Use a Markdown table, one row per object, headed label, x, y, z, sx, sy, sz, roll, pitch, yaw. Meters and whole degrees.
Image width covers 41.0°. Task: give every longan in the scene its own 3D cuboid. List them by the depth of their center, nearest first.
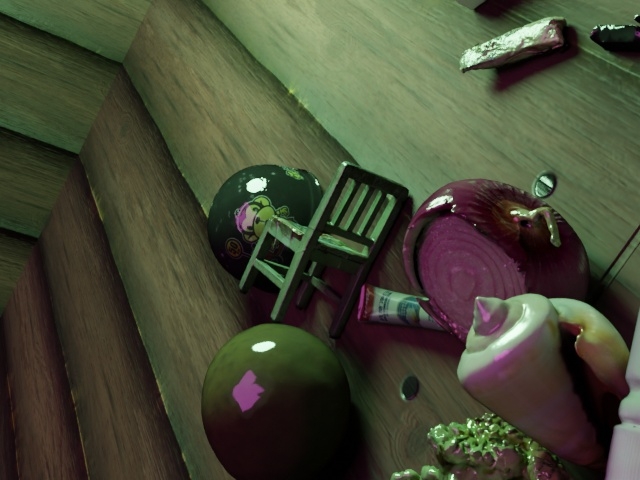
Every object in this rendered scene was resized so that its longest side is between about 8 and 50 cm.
| label | x | y | z | sx | sy | sz | roll | pitch | yaw |
| --- | --- | --- | --- | --- | --- | --- | --- | --- | --- |
| longan | -0.069 | 0.247 | 1.256 | 0.248 | 0.248 | 0.248 | -31 | 49 | 45 |

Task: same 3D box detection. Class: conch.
| label | x | y | z | sx | sy | sz | roll | pitch | yaw |
| --- | --- | --- | --- | --- | --- | --- | --- | --- | --- |
| conch | 0.238 | 0.132 | 0.850 | 0.158 | 0.255 | 0.127 | -31 | 31 | 26 |

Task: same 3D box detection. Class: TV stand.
| label | x | y | z | sx | sy | sz | roll | pitch | yaw |
| --- | --- | --- | --- | --- | --- | --- | --- | --- | --- |
| TV stand | 0.410 | -0.227 | 0.963 | 0.249 | 0.036 | 0.042 | 25 | 96 | 58 |

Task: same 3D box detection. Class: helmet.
| label | x | y | z | sx | sy | sz | roll | pitch | yaw |
| --- | --- | --- | --- | --- | --- | --- | --- | --- | --- |
| helmet | -0.119 | -0.039 | 1.531 | 0.279 | 0.160 | 0.230 | 36 | 105 | 55 |

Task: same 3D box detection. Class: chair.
| label | x | y | z | sx | sy | sz | roll | pitch | yaw |
| --- | --- | --- | --- | --- | --- | --- | --- | --- | --- |
| chair | 0.000 | 0.000 | 1.353 | 0.147 | 0.136 | 0.270 | 36 | 105 | 55 |

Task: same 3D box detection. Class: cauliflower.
| label | x | y | z | sx | sy | sz | roll | pitch | yaw |
| --- | --- | --- | --- | --- | --- | --- | --- | --- | --- |
| cauliflower | 0.138 | 0.329 | 0.863 | 0.327 | 0.281 | 0.260 | 6 | 107 | 65 |

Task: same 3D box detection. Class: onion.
| label | x | y | z | sx | sy | sz | roll | pitch | yaw |
| --- | --- | --- | --- | --- | --- | --- | --- | --- | --- |
| onion | 0.210 | 0.022 | 0.990 | 0.207 | 0.200 | 0.200 | 16 | 87 | 34 |

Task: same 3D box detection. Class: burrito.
| label | x | y | z | sx | sy | sz | roll | pitch | yaw |
| --- | --- | --- | --- | --- | --- | --- | --- | --- | --- |
| burrito | 0.268 | -0.269 | 1.191 | 0.171 | 0.042 | 0.051 | -11 | 55 | 52 |

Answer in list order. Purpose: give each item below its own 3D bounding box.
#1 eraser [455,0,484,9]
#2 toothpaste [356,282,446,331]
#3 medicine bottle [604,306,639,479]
| label | x | y | z | sx | sy | sz | roll | pitch | yaw |
| --- | --- | --- | --- | --- | --- | --- | --- | --- | --- |
| eraser | 0.296 | -0.445 | 1.209 | 0.298 | 0.076 | 0.078 | -28 | 51 | 46 |
| toothpaste | 0.124 | 0.098 | 1.213 | 0.239 | 0.039 | 0.062 | 4 | 83 | 58 |
| medicine bottle | 0.363 | 0.097 | 0.708 | 0.202 | 0.202 | 0.316 | 3 | 76 | 56 |
